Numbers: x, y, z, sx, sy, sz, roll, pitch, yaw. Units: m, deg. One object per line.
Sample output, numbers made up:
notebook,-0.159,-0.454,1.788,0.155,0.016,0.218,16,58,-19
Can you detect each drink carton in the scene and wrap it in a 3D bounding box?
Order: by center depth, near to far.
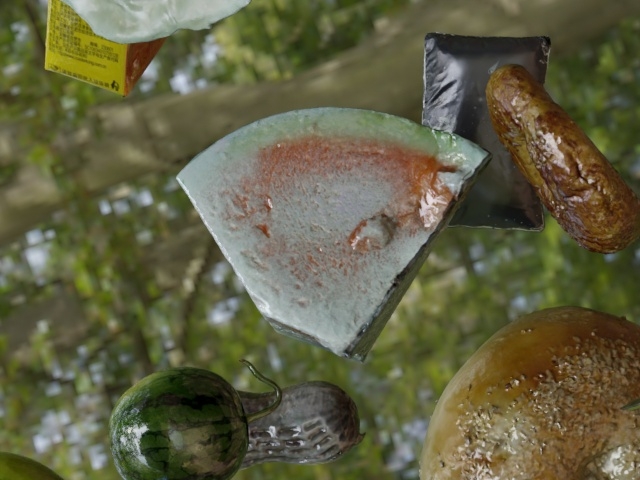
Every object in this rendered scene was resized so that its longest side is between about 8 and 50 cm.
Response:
drink carton,-0.227,-0.351,2.176,0.154,0.111,0.351,-63,-13,-48

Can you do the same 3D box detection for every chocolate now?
chocolate,-0.071,0.221,2.323,0.110,0.248,0.110,-8,-90,-85

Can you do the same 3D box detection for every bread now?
bread,0.198,-0.064,1.608,0.193,0.064,0.193,52,-176,-4
bread,0.251,0.219,1.946,0.306,0.305,0.159,67,166,-13

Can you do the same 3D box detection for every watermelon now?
watermelon,0.000,0.000,1.838,0.289,0.320,0.214,26,-139,-23
watermelon,-0.128,0.195,2.034,0.141,0.187,0.141,-14,-90,-88

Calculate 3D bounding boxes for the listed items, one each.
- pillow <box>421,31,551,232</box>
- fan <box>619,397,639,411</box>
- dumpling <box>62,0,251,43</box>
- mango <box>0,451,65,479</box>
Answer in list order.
pillow,0.166,-0.111,2.031,0.055,0.141,0.208,-46,-42,-73
fan,0.367,0.058,1.382,0.011,0.335,0.229,66,-166,3
dumpling,-0.151,-0.347,1.879,0.211,0.321,0.270,16,-126,-13
mango,-0.269,0.323,1.802,0.149,0.185,0.273,-31,-76,-48
